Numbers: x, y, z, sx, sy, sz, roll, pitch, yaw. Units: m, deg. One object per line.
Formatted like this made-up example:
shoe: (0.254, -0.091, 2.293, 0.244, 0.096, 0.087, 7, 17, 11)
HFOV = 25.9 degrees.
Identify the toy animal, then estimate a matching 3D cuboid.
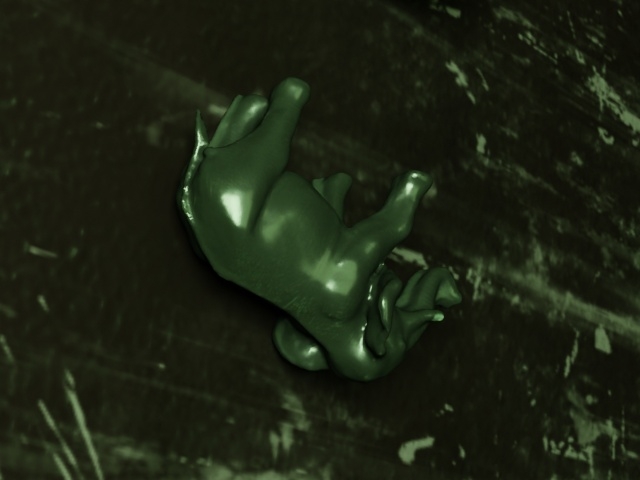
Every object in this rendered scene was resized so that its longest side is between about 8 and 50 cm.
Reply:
toy animal: (-0.002, 0.003, 0.950, 0.245, 0.114, 0.146, 31, 56, -17)
